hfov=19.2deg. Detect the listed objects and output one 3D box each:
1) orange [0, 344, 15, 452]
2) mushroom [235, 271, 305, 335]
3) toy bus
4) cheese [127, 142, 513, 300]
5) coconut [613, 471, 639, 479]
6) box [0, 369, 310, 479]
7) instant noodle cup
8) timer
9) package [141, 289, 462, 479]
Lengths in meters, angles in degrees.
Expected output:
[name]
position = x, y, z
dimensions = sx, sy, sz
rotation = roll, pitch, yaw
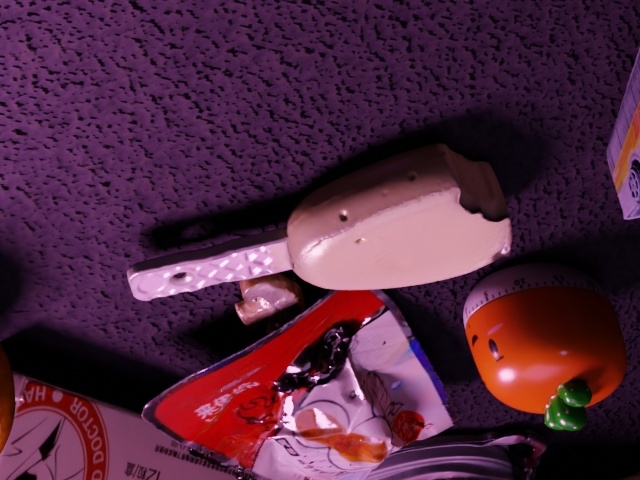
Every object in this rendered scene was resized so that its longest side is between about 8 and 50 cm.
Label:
[orange]
position = -0.276, 0.107, 1.226
dimensions = 0.156, 0.124, 0.156
rotation = -25, 145, -19
[mushroom]
position = -0.034, 0.046, 1.335
dimensions = 0.049, 0.019, 0.101
rotation = -19, 152, 6
[toy bus]
position = 0.225, -0.080, 1.177
dimensions = 0.064, 0.075, 0.190
rotation = -9, 151, -7
[cheese]
position = 0.000, 0.000, 1.239
dimensions = 0.255, 0.050, 0.127
rotation = -13, 151, -4
[coconut]
position = 0.349, 0.365, 1.739
dimensions = 0.346, 0.346, 0.360
rotation = -19, 152, 8
[box]
position = -0.151, 0.236, 1.424
dimensions = 0.069, 0.214, 0.353
rotation = 11, 171, 41
[instant noodle cup]
position = 0.086, 0.308, 1.680
dimensions = 0.302, 0.181, 0.258
rotation = -34, 146, 31
[timer]
position = 0.169, 0.086, 1.396
dimensions = 0.136, 0.136, 0.099
rotation = 3, 152, -29
[package]
position = 0.002, 0.122, 1.434
dimensions = 0.194, 0.071, 0.269
rotation = -42, 138, 5
